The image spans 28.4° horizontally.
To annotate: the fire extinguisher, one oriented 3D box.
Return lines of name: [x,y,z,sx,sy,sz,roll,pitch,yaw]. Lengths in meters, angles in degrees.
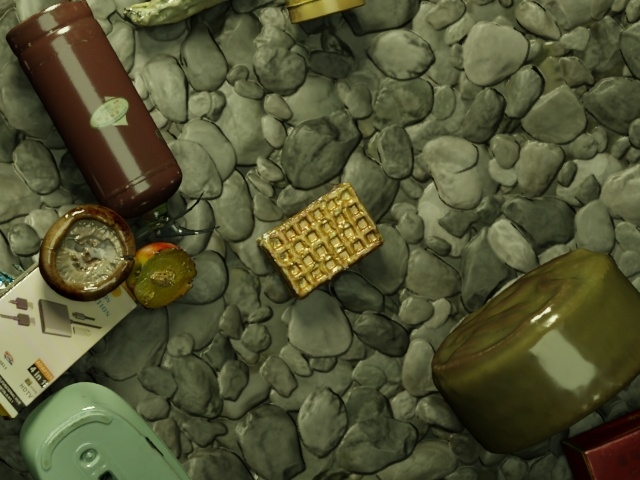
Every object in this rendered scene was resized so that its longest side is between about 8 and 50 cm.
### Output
fire extinguisher: [-0.259,-0.139,1.599,0.135,0.114,0.337,-26,97,23]

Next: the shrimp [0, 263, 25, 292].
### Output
shrimp: [-0.391,0.080,1.619,0.174,0.082,0.076,42,43,-16]

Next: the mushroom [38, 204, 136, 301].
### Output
mushroom: [-0.289,0.015,1.563,0.123,0.052,0.123,-5,103,-23]

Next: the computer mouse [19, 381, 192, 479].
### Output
computer mouse: [-0.263,0.310,1.620,0.159,0.097,0.288,-38,108,-9]

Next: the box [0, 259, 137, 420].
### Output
box: [-0.339,0.095,1.580,0.247,0.033,0.129,-45,107,-30]

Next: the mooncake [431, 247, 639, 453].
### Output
mooncake: [0.283,0.135,1.621,0.284,0.284,0.155,-37,96,-8]

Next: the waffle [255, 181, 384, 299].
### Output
waffle: [0.000,0.000,1.687,0.148,0.042,0.102,-34,95,-8]

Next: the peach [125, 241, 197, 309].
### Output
peach: [-0.211,0.037,1.636,0.098,0.061,0.098,-26,136,-28]

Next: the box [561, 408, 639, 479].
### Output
box: [0.484,0.392,1.755,0.198,0.089,0.313,-21,94,-11]

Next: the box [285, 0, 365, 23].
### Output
box: [0.007,-0.312,1.653,0.106,0.105,0.037,-17,100,-9]

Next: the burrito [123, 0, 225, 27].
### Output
burrito: [-0.147,-0.335,1.649,0.230,0.063,0.058,-26,67,-7]
